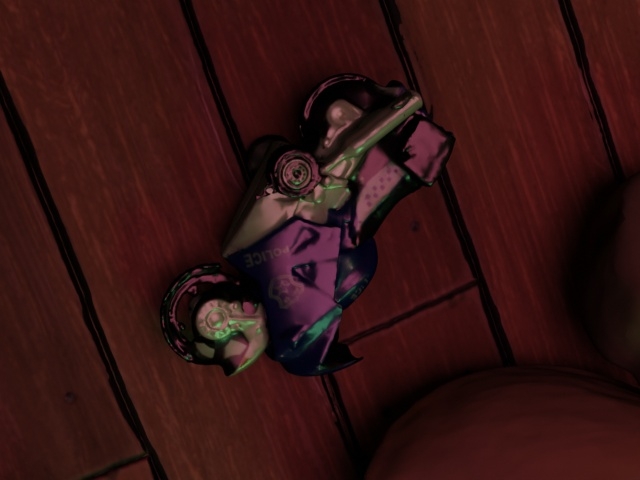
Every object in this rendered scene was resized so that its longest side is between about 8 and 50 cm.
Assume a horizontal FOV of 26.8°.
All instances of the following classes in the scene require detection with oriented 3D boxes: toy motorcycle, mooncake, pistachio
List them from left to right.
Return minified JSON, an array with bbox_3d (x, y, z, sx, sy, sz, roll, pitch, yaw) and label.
[{"bbox_3d":[0.000,0.000,1.276,0.196,0.125,0.331,36,87,-19],"label":"toy motorcycle"},{"bbox_3d":[0.246,0.295,1.291,0.446,0.281,0.365,4,60,-14],"label":"pistachio"},{"bbox_3d":[0.388,0.053,1.347,0.275,0.135,0.275,9,53,-12],"label":"mooncake"}]
